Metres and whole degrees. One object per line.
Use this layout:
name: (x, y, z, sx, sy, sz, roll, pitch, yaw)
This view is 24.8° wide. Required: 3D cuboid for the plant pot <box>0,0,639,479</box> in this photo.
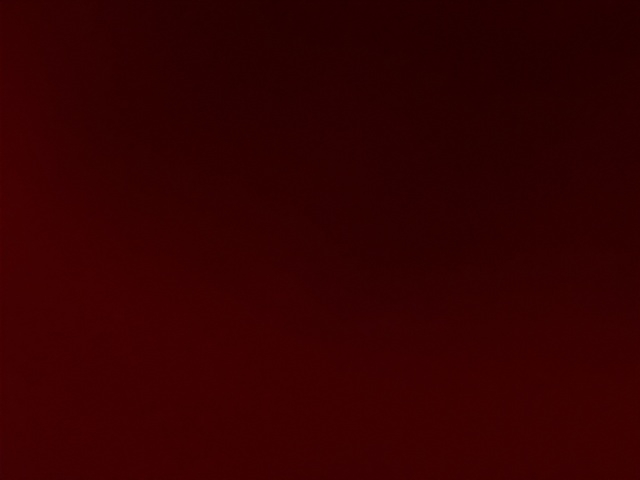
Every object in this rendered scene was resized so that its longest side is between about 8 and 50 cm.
plant pot: (0.034, -0.069, 0.326, 0.275, 0.243, 0.275, 8, 146, 6)
